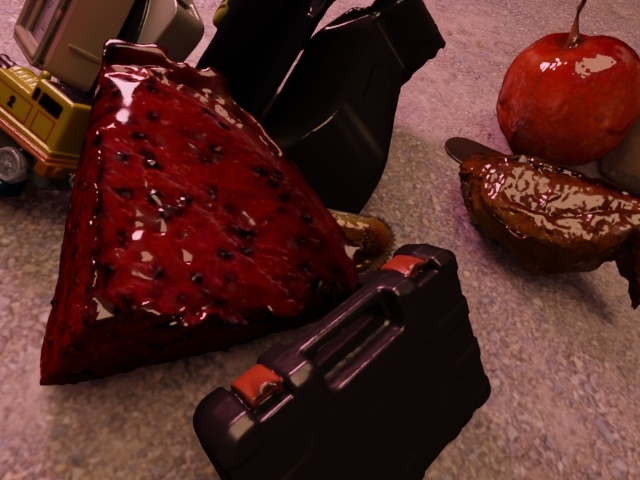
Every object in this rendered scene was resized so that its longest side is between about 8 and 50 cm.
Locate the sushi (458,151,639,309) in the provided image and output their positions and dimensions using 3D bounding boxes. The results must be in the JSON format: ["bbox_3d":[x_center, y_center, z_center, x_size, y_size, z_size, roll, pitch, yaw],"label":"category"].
[{"bbox_3d":[0.338,-0.036,0.622,0.296,0.179,0.167,22,75,23],"label":"sushi"}]

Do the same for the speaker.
[{"bbox_3d":[0.061,-0.215,0.625,0.180,0.184,0.389,43,46,-30],"label":"speaker"}]

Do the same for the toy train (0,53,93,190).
[{"bbox_3d":[-0.345,-0.143,0.500,0.219,0.127,0.089,38,12,9],"label":"toy train"}]

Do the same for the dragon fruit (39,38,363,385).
[{"bbox_3d":[-0.151,-0.024,0.475,0.285,0.228,0.330,-1,60,-38],"label":"dragon fruit"}]

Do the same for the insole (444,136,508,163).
[{"bbox_3d":[0.385,-0.118,0.774,0.327,0.007,0.111,24,52,5],"label":"insole"}]

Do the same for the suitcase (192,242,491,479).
[{"bbox_3d":[0.047,0.151,0.393,0.285,0.207,0.066,-33,23,-30],"label":"suitcase"}]

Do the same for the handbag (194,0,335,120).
[{"bbox_3d":[-0.080,-0.285,0.581,0.121,0.329,0.304,33,49,-18],"label":"handbag"}]

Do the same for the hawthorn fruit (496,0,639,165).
[{"bbox_3d":[0.429,-0.273,0.723,0.241,0.272,0.242,-10,46,10],"label":"hawthorn fruit"}]

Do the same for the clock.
[{"bbox_3d":[-0.312,-0.312,0.541,0.147,0.192,0.071,44,15,35],"label":"clock"}]

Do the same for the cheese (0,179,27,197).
[{"bbox_3d":[-0.528,-0.106,0.471,0.329,0.129,0.217,7,33,-25],"label":"cheese"}]

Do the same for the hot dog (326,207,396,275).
[{"bbox_3d":[0.000,0.000,0.546,0.191,0.099,0.053,8,23,-2],"label":"hot dog"}]

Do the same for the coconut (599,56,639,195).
[{"bbox_3d":[0.742,-0.224,0.712,0.403,0.405,0.405,6,53,-8],"label":"coconut"}]

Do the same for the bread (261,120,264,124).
[{"bbox_3d":[-0.059,-0.150,0.678,0.094,0.035,0.090,15,52,-2],"label":"bread"}]

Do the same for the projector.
[{"bbox_3d":[-0.289,-0.286,0.614,0.079,0.259,0.257,22,36,-53],"label":"projector"}]
